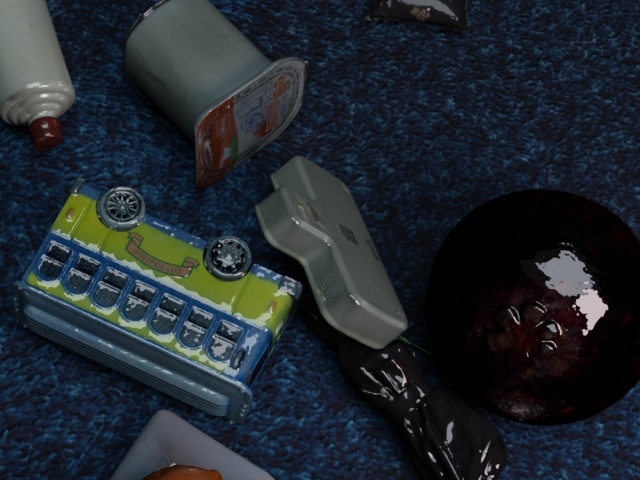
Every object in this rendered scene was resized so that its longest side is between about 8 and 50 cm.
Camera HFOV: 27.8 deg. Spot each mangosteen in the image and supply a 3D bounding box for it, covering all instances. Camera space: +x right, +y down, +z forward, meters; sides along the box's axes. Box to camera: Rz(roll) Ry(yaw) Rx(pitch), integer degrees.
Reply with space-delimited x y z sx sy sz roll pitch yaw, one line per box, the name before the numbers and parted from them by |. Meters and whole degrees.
mangosteen | 0.271 0.068 1.601 0.297 0.296 0.313 9 35 -5

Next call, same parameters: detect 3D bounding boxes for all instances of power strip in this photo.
power strip | -0.001 0.000 1.598 0.059 0.194 0.265 -38 49 20

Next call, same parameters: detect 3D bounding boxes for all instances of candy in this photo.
candy | 0.112 0.134 1.681 0.083 0.023 0.025 31 58 -7
candy | -0.157 0.298 1.539 0.174 0.071 0.138 32 70 4

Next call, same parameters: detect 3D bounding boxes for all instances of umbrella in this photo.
umbrella | 0.092 0.185 1.621 0.340 0.118 0.118 41 68 17

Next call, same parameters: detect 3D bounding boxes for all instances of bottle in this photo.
bottle | -0.388 -0.232 1.700 0.104 0.104 0.245 -16 71 -15

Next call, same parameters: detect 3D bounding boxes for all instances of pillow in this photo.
pillow | 0.145 -0.351 1.864 0.150 0.048 0.090 7 59 -2

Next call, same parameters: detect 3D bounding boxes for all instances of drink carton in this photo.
drink carton | -0.145 -0.212 1.704 0.191 0.185 0.189 -38 67 -19

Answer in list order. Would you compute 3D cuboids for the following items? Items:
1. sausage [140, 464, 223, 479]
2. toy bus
sausage | -0.186 0.372 1.432 0.153 0.141 0.268 29 93 4
toy bus | -0.197 0.075 1.580 0.312 0.152 0.190 25 64 1
